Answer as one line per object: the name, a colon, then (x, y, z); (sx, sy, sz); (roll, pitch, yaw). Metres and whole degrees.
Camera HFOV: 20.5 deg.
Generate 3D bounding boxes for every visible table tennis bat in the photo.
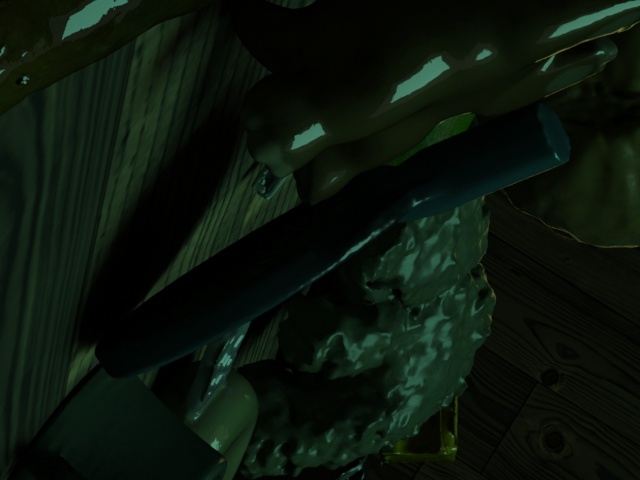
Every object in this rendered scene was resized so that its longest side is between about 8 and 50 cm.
table tennis bat: (0.000, 0.000, 1.079); (0.329, 0.044, 0.215); (-26, -172, 26)

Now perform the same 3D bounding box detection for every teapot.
teapot: (-0.124, 0.185, 1.188); (0.162, 0.149, 0.239); (-55, 173, -8)

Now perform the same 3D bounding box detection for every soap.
soap: (0.121, 0.110, 2.139); (0.204, 0.096, 0.324); (71, 21, -80)

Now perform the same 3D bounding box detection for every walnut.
walnut: (0.308, -0.169, 1.847); (0.383, 0.384, 0.383); (-56, 173, -11)

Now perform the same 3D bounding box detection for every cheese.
cheese: (-0.106, 0.150, 1.448); (0.163, 0.082, 0.286); (-52, 169, -39)

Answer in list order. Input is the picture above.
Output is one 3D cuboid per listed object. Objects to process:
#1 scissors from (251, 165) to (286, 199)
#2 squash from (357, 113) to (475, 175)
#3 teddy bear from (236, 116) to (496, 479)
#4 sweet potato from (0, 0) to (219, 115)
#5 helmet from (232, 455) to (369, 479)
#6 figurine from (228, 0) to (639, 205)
scissors: (-0.006, -0.087, 1.310); (0.176, 0.022, 0.085); (-55, 174, -43)
squash: (0.110, -0.177, 1.363); (0.378, 0.101, 0.101); (-58, 173, -18)
teddy bear: (0.056, 0.027, 1.704); (0.357, 0.224, 0.367); (-46, 152, -51)
sweet potato: (-0.074, -0.095, 0.604); (0.346, 0.079, 0.108); (-47, 180, -42)
helmet: (-0.048, 0.320, 2.069); (0.271, 0.197, 0.338); (92, 6, -58)
figurine: (0.057, -0.151, 0.956); (0.247, 0.173, 0.177); (-27, 170, 5)
